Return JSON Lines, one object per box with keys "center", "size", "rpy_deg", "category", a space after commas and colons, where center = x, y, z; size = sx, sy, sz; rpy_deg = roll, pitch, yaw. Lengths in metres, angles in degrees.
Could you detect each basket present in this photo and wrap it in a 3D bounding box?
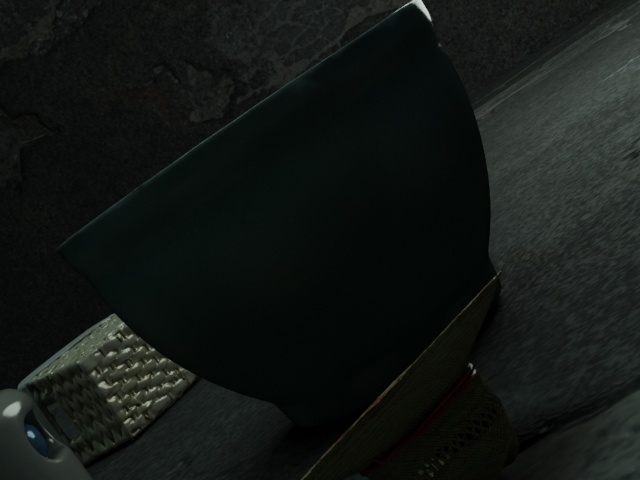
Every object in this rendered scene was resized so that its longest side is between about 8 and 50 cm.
{"center": [-0.219, 0.147, 1.233], "size": [0.103, 0.113, 0.167], "rpy_deg": [-28, 9, 35], "category": "basket"}

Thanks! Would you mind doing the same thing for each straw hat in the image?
{"center": [0.049, 0.084, 0.484], "size": [0.144, 0.061, 0.144], "rpy_deg": [-45, -8, -8], "category": "straw hat"}

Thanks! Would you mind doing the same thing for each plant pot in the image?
{"center": [0.000, 0.000, 0.778], "size": [0.293, 0.196, 0.293], "rpy_deg": [-35, 6, 4], "category": "plant pot"}

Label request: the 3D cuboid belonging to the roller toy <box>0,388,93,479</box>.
{"center": [-0.275, 0.210, 0.864], "size": [0.209, 0.146, 0.191], "rpy_deg": [-31, 6, 37], "category": "roller toy"}
